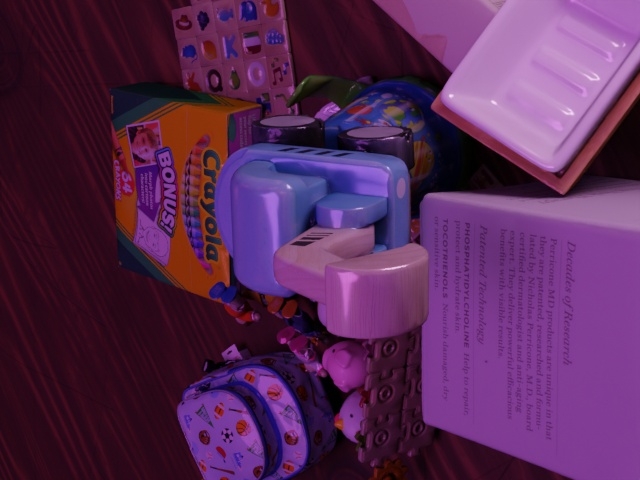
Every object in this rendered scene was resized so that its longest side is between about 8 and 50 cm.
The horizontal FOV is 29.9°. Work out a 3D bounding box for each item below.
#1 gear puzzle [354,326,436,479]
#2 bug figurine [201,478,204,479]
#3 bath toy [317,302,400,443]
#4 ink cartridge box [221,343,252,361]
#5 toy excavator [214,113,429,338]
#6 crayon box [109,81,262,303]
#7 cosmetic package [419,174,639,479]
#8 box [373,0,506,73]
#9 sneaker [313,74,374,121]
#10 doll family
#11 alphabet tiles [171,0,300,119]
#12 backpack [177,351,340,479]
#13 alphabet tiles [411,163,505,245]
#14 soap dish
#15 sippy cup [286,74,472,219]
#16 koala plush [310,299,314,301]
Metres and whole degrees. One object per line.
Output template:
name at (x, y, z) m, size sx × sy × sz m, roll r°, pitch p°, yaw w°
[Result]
gear puzzle at (0.126, 0.281, 1.984) m, size 0.044 × 0.175 × 0.339 m, roll 26°, pitch 118°, yaw 50°
bug figurine at (-0.153, 0.543, 2.365) m, size 0.279 × 0.072 × 0.216 m, roll 49°, pitch 128°, yaw 22°
bath toy at (0.069, 0.191, 2.013) m, size 0.151 × 0.129 × 0.348 m, roll 3°, pitch 108°, yaw 13°
ink cartridge box at (-0.151, 0.242, 2.313) m, size 0.048 × 0.028 × 0.083 m, roll -38°, pitch 76°, yaw 40°
toy excavator at (0.000, 0.000, 1.526) m, size 0.432 × 0.445 × 0.222 m, roll 8°, pitch 110°, yaw 29°
crayon box at (-0.252, -0.094, 2.253) m, size 0.313 × 0.106 × 0.363 m, roll 16°, pitch 115°, yaw 39°
cosmetic package at (0.377, 0.101, 1.554) m, size 0.393 × 0.329 × 0.328 m, roll 12°, pitch 107°, yaw 51°
box at (0.184, -0.372, 1.776) m, size 0.311 × 0.148 × 0.121 m, roll 48°, pitch 129°, yaw 23°
sneaker at (0.043, -0.212, 2.005) m, size 0.152 × 0.053 × 0.061 m, roll -37°, pitch 79°, yaw 40°
doll family at (-0.061, 0.130, 2.113) m, size 0.263 × 0.163 × 0.118 m, roll 33°, pitch 80°, yaw 27°
alphabet tiles at (-0.157, -0.326, 2.181) m, size 0.285 × 0.011 × 0.343 m, roll -1°, pitch 101°, yaw 43°
backpack at (-0.110, 0.327, 2.169) m, size 0.263 × 0.213 × 0.277 m, roll -27°, pitch 91°, yaw 30°
alphabet tiles at (0.230, -0.003, 1.924) m, size 0.198 × 0.009 × 0.237 m, roll 54°, pitch 130°, yaw 18°
soap dish at (0.322, -0.228, 1.583) m, size 0.229 × 0.118 × 0.291 m, roll 37°, pitch 92°, yaw 28°
sippy cup at (0.083, -0.121, 1.846) m, size 0.305 × 0.224 × 0.240 m, roll 13°, pitch 114°, yaw 30°
koala plush at (-0.055, -0.013, 2.067) m, size 0.196 × 0.203 × 0.221 m, roll 43°, pitch 156°, yaw 51°
